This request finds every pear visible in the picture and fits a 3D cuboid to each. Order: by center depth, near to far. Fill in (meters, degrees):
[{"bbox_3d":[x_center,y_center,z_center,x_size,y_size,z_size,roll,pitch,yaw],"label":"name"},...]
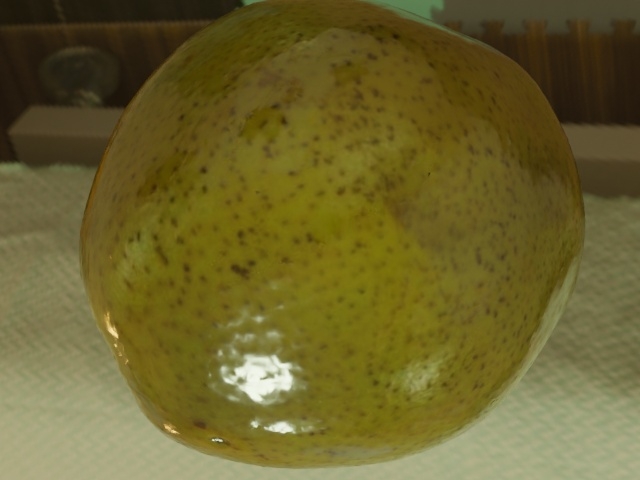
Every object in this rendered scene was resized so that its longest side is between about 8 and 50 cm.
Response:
[{"bbox_3d":[0.000,0.000,0.752,0.294,0.294,0.294,13,132,15],"label":"pear"}]
